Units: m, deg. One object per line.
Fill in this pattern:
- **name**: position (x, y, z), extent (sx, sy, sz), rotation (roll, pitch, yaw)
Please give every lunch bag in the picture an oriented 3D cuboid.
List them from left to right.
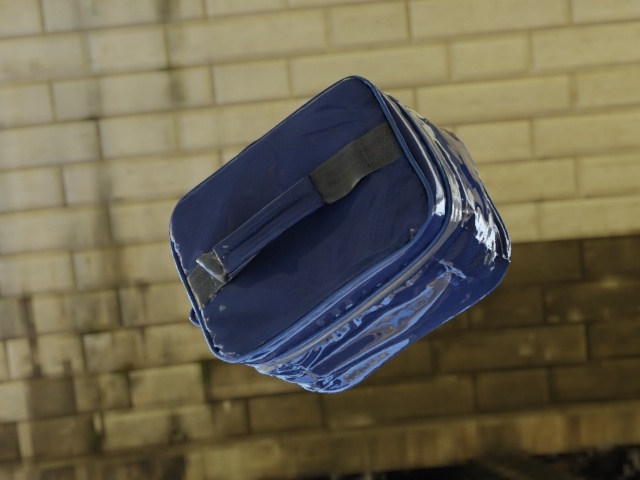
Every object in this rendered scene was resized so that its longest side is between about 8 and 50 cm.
- **lunch bag**: position (0.000, 0.000, 0.516), extent (0.098, 0.067, 0.065), rotation (-37, 147, 17)
